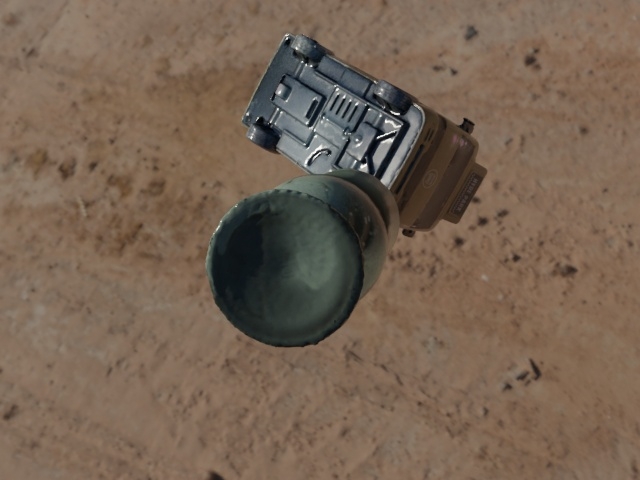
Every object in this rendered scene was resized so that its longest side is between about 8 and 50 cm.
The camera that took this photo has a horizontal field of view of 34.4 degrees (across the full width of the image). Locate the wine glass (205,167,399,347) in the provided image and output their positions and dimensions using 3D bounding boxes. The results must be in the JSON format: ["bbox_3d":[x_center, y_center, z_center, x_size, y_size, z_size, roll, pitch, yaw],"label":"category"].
[{"bbox_3d":[0.000,0.000,0.747,0.103,0.231,0.103,2,100,12],"label":"wine glass"}]

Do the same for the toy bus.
[{"bbox_3d":[0.044,-0.117,1.146,0.289,0.157,0.139,37,103,48],"label":"toy bus"}]
